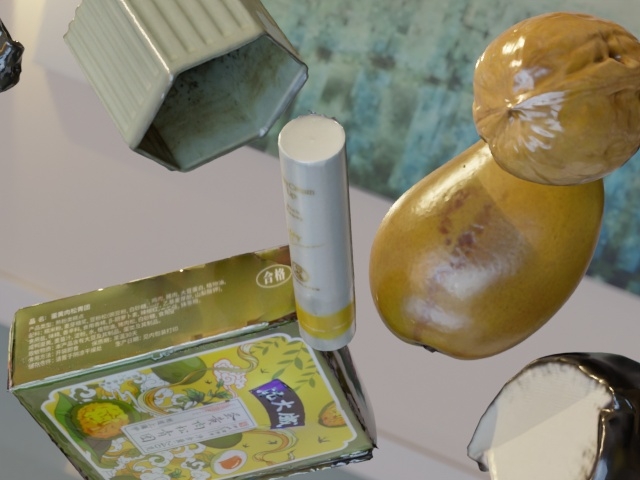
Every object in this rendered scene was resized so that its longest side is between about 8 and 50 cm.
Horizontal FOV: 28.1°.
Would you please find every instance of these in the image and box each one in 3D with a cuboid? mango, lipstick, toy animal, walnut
[{"bbox_3d":[0.231,-0.003,1.729,0.378,0.264,0.221,-52,-21,8],"label":"mango"},{"bbox_3d":[0.000,0.000,1.139,0.264,0.059,0.059,84,-154,-49],"label":"lipstick"},{"bbox_3d":[0.335,0.260,1.314,0.251,0.310,0.251,-40,38,41],"label":"toy animal"},{"bbox_3d":[0.270,-0.158,1.430,0.221,0.195,0.195,-11,-53,-46],"label":"walnut"}]

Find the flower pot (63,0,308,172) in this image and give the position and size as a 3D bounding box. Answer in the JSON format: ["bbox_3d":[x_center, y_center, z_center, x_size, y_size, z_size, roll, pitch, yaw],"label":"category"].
[{"bbox_3d":[-0.160,-0.219,1.508,0.209,0.189,0.239,-39,-22,12],"label":"flower pot"}]

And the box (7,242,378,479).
[{"bbox_3d":[-0.164,0.201,1.754,0.373,0.420,0.138,68,-169,-50],"label":"box"}]

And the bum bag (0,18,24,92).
[{"bbox_3d":[-0.537,-0.256,1.711,0.079,0.326,0.142,-10,-80,-67],"label":"bum bag"}]
